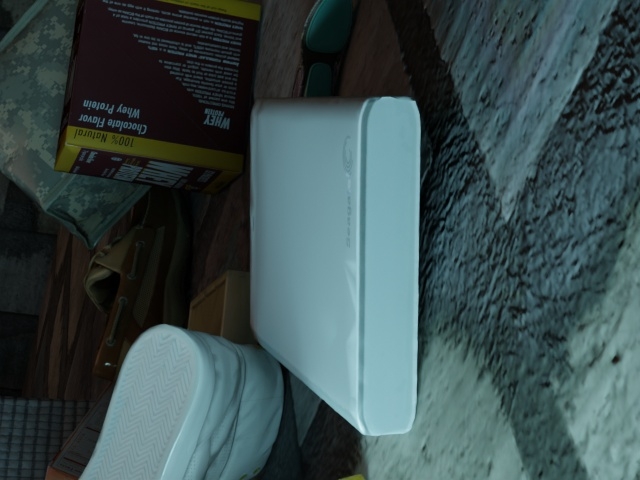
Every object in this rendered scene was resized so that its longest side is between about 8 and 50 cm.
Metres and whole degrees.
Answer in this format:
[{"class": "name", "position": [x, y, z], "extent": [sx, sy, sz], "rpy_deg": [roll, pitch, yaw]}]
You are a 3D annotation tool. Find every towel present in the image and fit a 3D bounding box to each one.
[{"class": "towel", "position": [-0.370, 0.334, 1.650], "extent": [0.283, 0.235, 0.121], "rpy_deg": [-109, 26, -58]}]

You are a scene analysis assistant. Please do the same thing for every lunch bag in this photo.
[{"class": "lunch bag", "position": [-0.286, -0.179, 1.538], "extent": [0.287, 0.235, 0.169], "rpy_deg": [-48, -25, -6]}]

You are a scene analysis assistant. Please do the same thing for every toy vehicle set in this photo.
[{"class": "toy vehicle set", "position": [-0.105, 0.175, 1.189], "extent": [0.166, 0.035, 0.266], "rpy_deg": [145, 132, -68]}]

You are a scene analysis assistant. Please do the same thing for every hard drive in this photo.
[{"class": "hard drive", "position": [0.000, 0.000, 0.872], "extent": [0.307, 0.040, 0.203], "rpy_deg": [-157, 67, -74]}]

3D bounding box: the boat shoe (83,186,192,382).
[{"class": "boat shoe", "position": [-0.230, 0.045, 1.529], "extent": [0.324, 0.120, 0.122], "rpy_deg": [-97, 23, -44]}]

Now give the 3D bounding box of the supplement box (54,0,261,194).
[{"class": "supplement box", "position": [-0.181, -0.167, 1.356], "extent": [0.129, 0.191, 0.194], "rpy_deg": [153, 124, -70]}]

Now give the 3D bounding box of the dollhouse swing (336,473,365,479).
[{"class": "dollhouse swing", "position": [-0.162, 0.336, 0.823], "extent": [0.347, 0.305, 0.315], "rpy_deg": [120, 153, -53]}]

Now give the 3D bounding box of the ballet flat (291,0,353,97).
[{"class": "ballet flat", "position": [-0.002, -0.153, 1.011], "extent": [0.041, 0.041, 0.114], "rpy_deg": [-129, 50, -69]}]

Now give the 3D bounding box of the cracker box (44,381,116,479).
[{"class": "cracker box", "position": [-0.261, 0.271, 1.463], "extent": [0.232, 0.067, 0.155], "rpy_deg": [-60, -10, -61]}]

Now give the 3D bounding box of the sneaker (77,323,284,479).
[{"class": "sneaker", "position": [-0.121, 0.213, 0.994], "extent": [0.108, 0.169, 0.292], "rpy_deg": [29, 96, 29]}]
